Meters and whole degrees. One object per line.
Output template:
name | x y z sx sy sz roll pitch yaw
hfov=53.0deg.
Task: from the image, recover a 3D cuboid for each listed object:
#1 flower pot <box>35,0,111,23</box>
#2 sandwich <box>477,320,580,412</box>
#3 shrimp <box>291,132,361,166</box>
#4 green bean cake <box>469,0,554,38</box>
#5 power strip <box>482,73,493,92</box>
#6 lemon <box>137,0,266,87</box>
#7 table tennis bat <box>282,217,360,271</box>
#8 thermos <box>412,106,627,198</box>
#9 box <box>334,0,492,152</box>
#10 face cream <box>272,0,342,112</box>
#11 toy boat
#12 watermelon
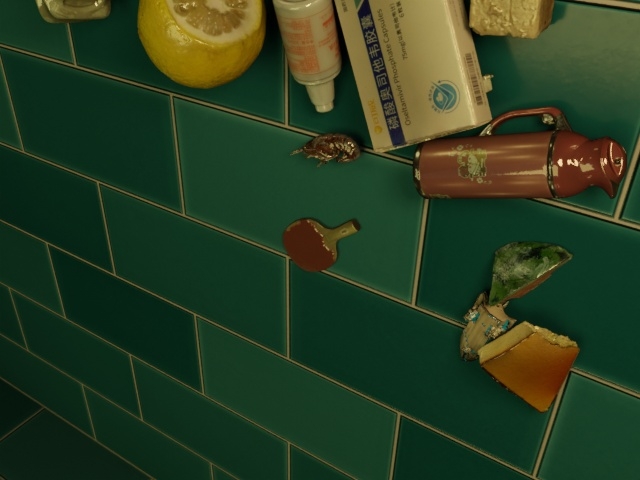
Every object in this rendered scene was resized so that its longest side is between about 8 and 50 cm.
flower pot | -0.490 -0.618 1.296 0.367 0.164 0.254 -19 89 50
sandwich | 0.422 0.235 1.219 0.193 0.058 0.162 38 121 -22
shrimp | 0.008 -0.182 1.294 0.165 0.056 0.065 -2 121 41
green bean cake | 0.283 -0.391 0.932 0.109 0.085 0.179 18 127 29
power strip | 0.210 -0.247 1.104 0.191 0.047 0.030 -10 107 40
lemon | -0.227 -0.402 1.216 0.240 0.240 0.219 54 155 -4
table tennis bat | 0.000 0.000 1.441 0.234 0.022 0.131 -25 100 45
thermos | 0.327 -0.134 1.057 0.330 0.136 0.109 3 151 36
box | 0.140 -0.333 1.051 0.200 0.065 0.343 -10 99 40
face cream | -0.012 -0.337 1.168 0.101 0.101 0.251 19 145 28
toy boat | 0.319 0.189 1.290 0.084 0.066 0.210 43 146 24
watermelon | 0.376 0.048 1.167 0.155 0.080 0.101 -38 56 47
